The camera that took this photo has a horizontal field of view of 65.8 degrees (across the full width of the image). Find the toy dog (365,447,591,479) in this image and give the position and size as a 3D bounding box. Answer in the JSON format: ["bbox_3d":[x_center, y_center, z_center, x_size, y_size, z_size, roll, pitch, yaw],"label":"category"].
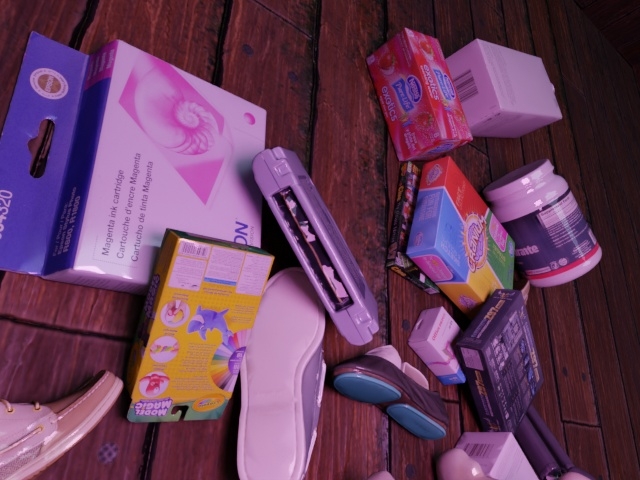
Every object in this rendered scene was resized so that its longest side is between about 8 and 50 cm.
[{"bbox_3d":[0.148,0.491,0.636,0.408,0.285,0.394,1,90,-40],"label":"toy dog"}]

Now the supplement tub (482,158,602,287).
[{"bbox_3d":[0.537,-0.041,1.212,0.191,0.191,0.272,-34,96,-44],"label":"supplement tub"}]

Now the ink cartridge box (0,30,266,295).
[{"bbox_3d":[-0.226,-0.091,0.651,0.330,0.072,0.323,17,63,-37],"label":"ink cartridge box"}]

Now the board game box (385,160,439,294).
[{"bbox_3d":[0.206,-0.030,1.031,0.136,0.030,0.259,33,54,-30],"label":"board game box"}]

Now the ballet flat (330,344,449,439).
[{"bbox_3d":[0.113,0.235,0.807,0.280,0.095,0.096,42,40,-34],"label":"ballet flat"}]

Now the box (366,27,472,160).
[{"bbox_3d":[0.216,-0.313,1.088,0.128,0.123,0.256,-8,78,-44],"label":"box"}]

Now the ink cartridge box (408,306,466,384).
[{"bbox_3d":[0.233,0.200,0.943,0.122,0.052,0.088,48,49,-15],"label":"ink cartridge box"}]

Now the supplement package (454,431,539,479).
[{"bbox_3d":[0.319,0.447,0.881,0.105,0.105,0.179,-36,97,-43],"label":"supplement package"}]

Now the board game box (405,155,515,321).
[{"bbox_3d":[0.309,0.015,1.046,0.316,0.064,0.242,42,49,-32],"label":"board game box"}]

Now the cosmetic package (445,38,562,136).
[{"bbox_3d":[0.483,-0.394,1.334,0.366,0.155,0.196,-7,78,-43],"label":"cosmetic package"}]

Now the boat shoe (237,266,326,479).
[{"bbox_3d":[-0.050,0.190,0.693,0.099,0.117,0.319,78,13,-55],"label":"boat shoe"}]

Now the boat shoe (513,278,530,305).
[{"bbox_3d":[0.464,0.143,1.175,0.135,0.050,0.045,-42,105,-33],"label":"boat shoe"}]

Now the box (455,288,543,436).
[{"bbox_3d":[0.356,0.239,0.963,0.183,0.059,0.232,-39,117,-36],"label":"box"}]

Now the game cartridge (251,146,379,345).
[{"bbox_3d":[0.000,0.000,0.750,0.294,0.060,0.196,62,12,-3],"label":"game cartridge"}]

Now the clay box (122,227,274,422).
[{"bbox_3d":[-0.150,0.106,0.596,0.128,0.053,0.221,14,97,-37],"label":"clay box"}]

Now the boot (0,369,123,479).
[{"bbox_3d":[-0.316,0.153,0.467,0.213,0.077,0.165,-39,98,-40],"label":"boot"}]

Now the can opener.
[{"bbox_3d":[0.446,0.404,0.920,0.076,0.095,0.283,11,29,-19],"label":"can opener"}]
